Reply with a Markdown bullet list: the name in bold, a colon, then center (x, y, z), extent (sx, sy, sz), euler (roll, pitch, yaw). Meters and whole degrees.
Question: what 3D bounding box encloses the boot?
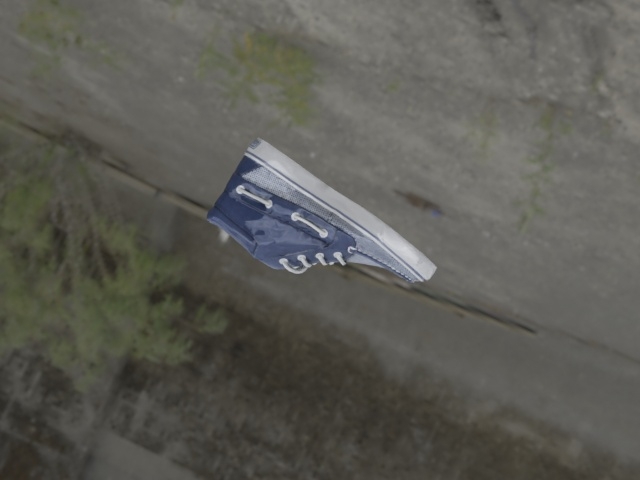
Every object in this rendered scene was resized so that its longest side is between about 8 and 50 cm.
- **boot**: center (0.000, 0.000, 1.052), extent (0.190, 0.086, 0.069), euler (34, 180, 2)
